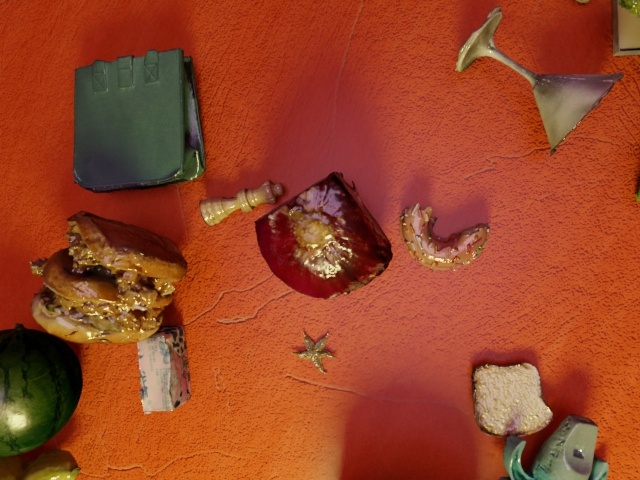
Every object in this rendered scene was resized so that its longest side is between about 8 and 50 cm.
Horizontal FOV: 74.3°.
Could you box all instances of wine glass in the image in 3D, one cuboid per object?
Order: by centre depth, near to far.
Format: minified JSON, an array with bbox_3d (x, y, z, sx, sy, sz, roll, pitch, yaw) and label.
[{"bbox_3d":[0.355,-0.279,0.718,0.232,0.156,0.156,42,96,14],"label":"wine glass"}]

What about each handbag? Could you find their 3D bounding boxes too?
[{"bbox_3d":[-0.374,-0.239,0.881,0.268,0.100,0.274,-7,87,14],"label":"handbag"}]

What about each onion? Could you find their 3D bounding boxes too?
[{"bbox_3d":[0.002,0.005,0.746,0.206,0.216,0.207,-34,91,12],"label":"onion"}]

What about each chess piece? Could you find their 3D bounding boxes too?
[{"bbox_3d":[-0.156,-0.081,0.855,0.172,0.060,0.060,-17,86,8],"label":"chess piece"}]

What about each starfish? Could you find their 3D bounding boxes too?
[{"bbox_3d":[-0.013,0.226,0.841,0.086,0.016,0.092,-23,87,12],"label":"starfish"}]

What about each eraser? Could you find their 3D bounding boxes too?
[{"bbox_3d":[0.567,-0.403,0.735,0.103,0.023,0.150,0,89,10],"label":"eraser"}]

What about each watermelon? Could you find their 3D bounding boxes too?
[{"bbox_3d":[-0.607,0.295,0.842,0.242,0.242,0.242,0,89,11],"label":"watermelon"}]

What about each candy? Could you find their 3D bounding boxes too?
[{"bbox_3d":[-0.317,0.258,0.860,0.073,0.092,0.160,-6,89,9],"label":"candy"}]

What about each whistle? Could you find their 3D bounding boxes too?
[{"bbox_3d":[0.387,0.420,0.711,0.186,0.093,0.274,18,98,-10],"label":"whistle"}]

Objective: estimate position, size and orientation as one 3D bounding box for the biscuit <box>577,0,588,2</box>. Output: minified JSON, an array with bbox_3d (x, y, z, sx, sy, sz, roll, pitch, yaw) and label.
[{"bbox_3d":[0.427,-0.523,0.757,0.199,0.040,0.121,35,93,8],"label":"biscuit"}]

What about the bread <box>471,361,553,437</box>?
[{"bbox_3d":[0.338,0.281,0.759,0.129,0.044,0.126,-10,80,13],"label":"bread"}]

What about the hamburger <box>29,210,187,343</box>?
[{"bbox_3d":[-0.403,0.064,0.810,0.260,0.245,0.211,22,99,-20],"label":"hamburger"}]

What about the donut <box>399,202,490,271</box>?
[{"bbox_3d":[0.219,0.002,0.775,0.166,0.065,0.117,13,91,12],"label":"donut"}]

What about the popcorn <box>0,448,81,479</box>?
[{"bbox_3d":[-0.647,0.533,0.843,0.325,0.321,0.290,-45,64,-10],"label":"popcorn"}]

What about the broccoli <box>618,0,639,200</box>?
[{"bbox_3d":[0.589,-0.275,0.637,0.353,0.275,0.397,46,111,6],"label":"broccoli"}]
